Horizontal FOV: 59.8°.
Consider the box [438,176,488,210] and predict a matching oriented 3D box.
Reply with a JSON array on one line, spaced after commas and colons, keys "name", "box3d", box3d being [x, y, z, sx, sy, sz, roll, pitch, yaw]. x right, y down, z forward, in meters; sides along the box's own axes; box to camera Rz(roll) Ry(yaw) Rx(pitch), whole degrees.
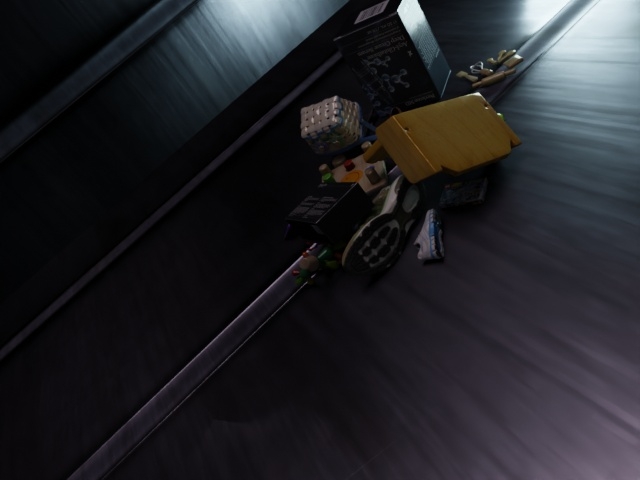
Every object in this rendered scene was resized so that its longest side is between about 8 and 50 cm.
[{"name": "box", "box3d": [0.435, -0.142, 1.692, 0.137, 0.027, 0.094, -8, 44, 38]}]

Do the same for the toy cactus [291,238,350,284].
[{"name": "toy cactus", "box3d": [-0.014, 0.062, 1.754, 0.219, 0.180, 0.112, -31, 77, 20]}]

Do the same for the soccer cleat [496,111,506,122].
[{"name": "soccer cleat", "box3d": [0.546, -0.411, 1.892, 0.072, 0.060, 0.179, -44, 36, -7]}]

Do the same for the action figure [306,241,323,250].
[{"name": "action figure", "box3d": [0.000, 0.000, 1.818, 0.115, 0.030, 0.038, -27, 54, 36]}]

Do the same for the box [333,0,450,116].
[{"name": "box", "box3d": [0.294, -0.741, 2.231, 0.293, 0.395, 0.212, -10, 43, 38]}]

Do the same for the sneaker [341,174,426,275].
[{"name": "sneaker", "box3d": [0.175, -0.040, 1.738, 0.182, 0.158, 0.410, -9, 35, 53]}]

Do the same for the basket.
[{"name": "basket", "box3d": [0.068, -0.432, 2.193, 0.254, 0.289, 0.201, -14, 73, 36]}]

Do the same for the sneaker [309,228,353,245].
[{"name": "sneaker", "box3d": [0.053, -0.019, 1.853, 0.192, 0.086, 0.064, -10, 71, 45]}]

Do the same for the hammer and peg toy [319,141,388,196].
[{"name": "hammer and peg toy", "box3d": [0.122, -0.253, 2.039, 0.265, 0.127, 0.361, -25, 35, 19]}]

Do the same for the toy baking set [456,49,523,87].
[{"name": "toy baking set", "box3d": [0.643, -0.647, 2.122, 0.256, 0.030, 0.197, -18, 34, 27]}]

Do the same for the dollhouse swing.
[{"name": "dollhouse swing", "box3d": [0.356, -0.267, 1.756, 0.346, 0.305, 0.315, -21, 66, -27]}]

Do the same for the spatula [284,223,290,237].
[{"name": "spatula", "box3d": [-0.064, -0.098, 2.003, 0.296, 0.030, 0.084, -40, 20, 50]}]

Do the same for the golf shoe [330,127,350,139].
[{"name": "golf shoe", "box3d": [0.062, -0.443, 2.407, 0.186, 0.067, 0.086, -35, 6, 5]}]

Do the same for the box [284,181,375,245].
[{"name": "box", "box3d": [0.024, -0.090, 1.756, 0.184, 0.103, 0.261, -47, 21, -13]}]

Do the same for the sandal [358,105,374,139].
[{"name": "sandal", "box3d": [0.195, -0.489, 2.355, 0.067, 0.040, 0.179, -11, 55, 44]}]

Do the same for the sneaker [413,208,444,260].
[{"name": "sneaker", "box3d": [0.310, -0.017, 1.623, 0.082, 0.071, 0.191, -23, 35, 32]}]

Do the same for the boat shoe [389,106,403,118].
[{"name": "boat shoe", "box3d": [0.294, -0.442, 2.162, 0.073, 0.073, 0.207, -19, 38, 21]}]
